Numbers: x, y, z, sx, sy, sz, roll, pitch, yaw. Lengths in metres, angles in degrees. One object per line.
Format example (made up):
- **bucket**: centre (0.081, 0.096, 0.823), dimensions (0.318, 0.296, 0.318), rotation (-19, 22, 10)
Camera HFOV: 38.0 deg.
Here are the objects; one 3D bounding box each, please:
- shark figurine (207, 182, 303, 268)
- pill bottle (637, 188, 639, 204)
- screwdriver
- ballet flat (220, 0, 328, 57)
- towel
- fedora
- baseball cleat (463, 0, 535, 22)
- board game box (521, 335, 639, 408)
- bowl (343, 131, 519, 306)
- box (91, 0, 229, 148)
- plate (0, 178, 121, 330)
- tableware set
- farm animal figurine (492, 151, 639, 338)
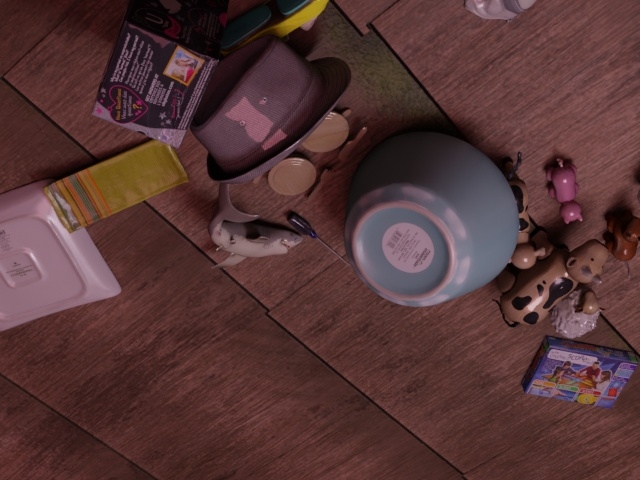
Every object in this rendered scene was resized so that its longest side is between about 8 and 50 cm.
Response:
- **shark figurine**: centre (-0.156, -0.037, 1.625), dimensions (0.166, 0.116, 0.278), rotation (-19, 159, 13)
- **pill bottle**: centre (0.675, -0.146, 1.579), dimensions (0.152, 0.152, 0.272), rotation (17, 122, -14)
- **screwdriver**: centre (0.000, 0.000, 1.732), dimensions (0.024, 0.025, 0.170), rotation (-38, 127, 20)
- **ballet flat**: centre (-0.057, -0.350, 1.461), dimensions (0.231, 0.077, 0.077), rotation (-29, 142, 19)
- **towel**: centre (-0.356, -0.097, 1.624), dimensions (0.237, 0.021, 0.102), rotation (-23, 124, 4)
- **fedora**: centre (-0.100, -0.220, 1.427), dimensions (0.275, 0.243, 0.124), rotation (-41, 122, 10)
- **baseball cleat**: centre (0.242, -0.413, 1.425), dimensions (0.206, 0.072, 0.109), rotation (40, 121, -21)
- **board game box**: centre (0.538, 0.275, 1.931), dimensions (0.201, 0.035, 0.136), rotation (12, 123, -11)
- **bowl**: centre (0.162, -0.012, 1.568), dimensions (0.312, 0.163, 0.311), rotation (11, 118, 22)
- **box**: centre (-0.237, -0.279, 1.385), dimensions (0.142, 0.247, 0.163), rotation (21, 121, -15)
- **plate**: centre (-0.551, 0.042, 1.713), dimensions (0.277, 0.045, 0.278), rotation (-16, 123, 9)
- **tableware set**: centre (-0.025, -0.157, 1.607), dimensions (0.128, 0.039, 0.194), rotation (18, 128, -28)
- **farm animal figurine**: centre (0.419, 0.032, 1.676), dimensions (0.331, 0.172, 0.326), rotation (17, 122, -14)
